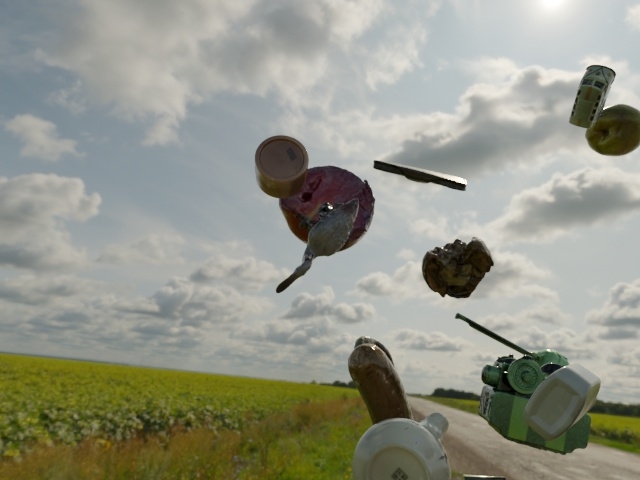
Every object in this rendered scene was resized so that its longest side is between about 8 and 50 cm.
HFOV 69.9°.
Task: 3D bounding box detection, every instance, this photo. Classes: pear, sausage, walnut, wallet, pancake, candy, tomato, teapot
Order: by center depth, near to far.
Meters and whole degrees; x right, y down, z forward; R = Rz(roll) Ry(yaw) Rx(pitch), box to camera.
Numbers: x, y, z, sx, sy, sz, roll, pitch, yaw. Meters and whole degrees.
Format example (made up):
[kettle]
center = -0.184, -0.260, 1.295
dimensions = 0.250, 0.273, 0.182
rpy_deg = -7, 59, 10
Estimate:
[teapot]
center = 0.162, 0.510, 1.001
dimensions = 0.208, 0.300, 0.166
rpy_deg = 42, 13, 8
[sausage]
center = 0.204, 0.519, 1.353
dimensions = 0.136, 0.501, 0.123
rpy_deg = -23, 19, -13
[wallet]
center = 0.326, -0.215, 1.507
dimensions = 0.309, 0.042, 0.165
rpy_deg = 16, 17, 11
[tomato]
center = 0.033, -0.088, 1.510
dimensions = 0.334, 0.289, 0.176
rpy_deg = 34, -31, 26
[candy]
center = 0.648, 0.353, 1.547
dimensions = 0.439, 0.119, 0.119
rpy_deg = 30, -20, -3
[walnut]
center = 0.476, 0.088, 1.586
dimensions = 0.238, 0.141, 0.204
rpy_deg = -15, -66, 22
[pear]
center = 1.093, -0.406, 1.692
dimensions = 0.199, 0.200, 0.200
rpy_deg = 5, -17, 2
[pancake]
center = 0.225, 0.517, 1.808
dimensions = 0.049, 0.295, 0.294
rpy_deg = -24, -30, 28

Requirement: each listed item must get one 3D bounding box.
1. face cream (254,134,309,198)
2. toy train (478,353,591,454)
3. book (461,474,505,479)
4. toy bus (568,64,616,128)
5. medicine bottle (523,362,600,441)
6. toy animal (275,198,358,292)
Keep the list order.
[face cream]
center = -0.109, -0.205, 1.285
dimensions = 0.149, 0.149, 0.104
rpy_deg = 7, -22, -4
[toy train]
center = 0.590, 0.444, 1.264
dimensions = 0.298, 0.238, 0.167
rpy_deg = 12, -8, 7
[book]
center = 0.535, 0.884, 1.472
dimensions = 0.160, 0.228, 0.024
rpy_deg = 9, -25, -12
[toy bus]
center = 0.794, -0.418, 1.349
dimensions = 0.087, 0.089, 0.194
rpy_deg = 29, -17, 27
[medicine bottle]
center = 0.415, 0.267, 0.772
dimensions = 0.183, 0.119, 0.069
rpy_deg = 12, 19, -49
[toy animal]
center = 0.010, -0.003, 1.190
dimensions = 0.090, 0.324, 0.195
rpy_deg = 41, -51, -13
